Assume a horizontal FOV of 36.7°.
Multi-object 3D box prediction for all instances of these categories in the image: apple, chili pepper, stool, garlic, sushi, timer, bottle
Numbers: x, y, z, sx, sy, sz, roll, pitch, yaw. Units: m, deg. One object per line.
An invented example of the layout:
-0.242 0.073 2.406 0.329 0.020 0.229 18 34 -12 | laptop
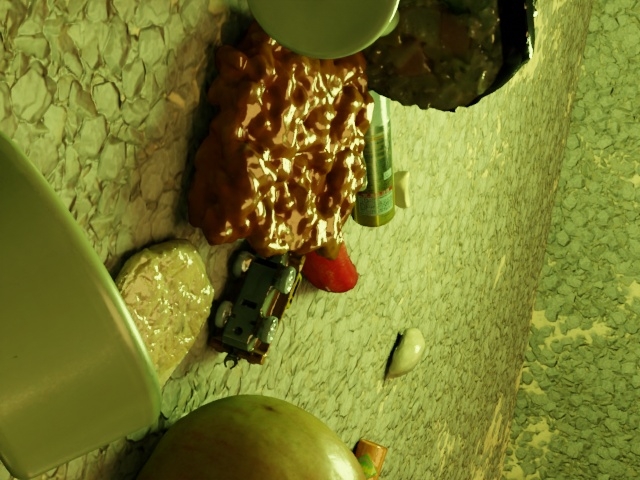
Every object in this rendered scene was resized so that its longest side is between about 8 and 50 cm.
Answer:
-0.108 0.376 1.301 0.338 0.305 0.338 -44 151 -31 | apple
0.001 0.008 1.589 0.368 0.092 0.137 72 11 -56 | chili pepper
0.024 -0.345 1.211 0.199 0.195 0.195 -56 165 -60 | stool
0.151 -0.100 1.863 0.041 0.053 0.083 -48 139 -42 | garlic
0.192 -0.391 1.458 0.285 0.328 0.328 -46 132 -44 | sushi
-0.328 0.103 0.755 0.315 0.291 0.291 -34 139 -23 | timer
0.197 0.257 2.156 0.084 0.066 0.152 81 31 -46 | garlic
0.087 0.526 2.077 0.069 0.069 0.187 33 73 -65 | bottle
0.083 -0.156 1.648 0.082 0.082 0.286 -52 148 -41 | bottle

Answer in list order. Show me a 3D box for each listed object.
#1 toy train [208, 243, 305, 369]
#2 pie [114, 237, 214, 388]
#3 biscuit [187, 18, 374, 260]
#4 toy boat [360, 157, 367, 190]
-0.088 0.092 1.422 0.127 0.089 0.219 65 44 -70 | toy train
-0.207 0.092 1.203 0.218 0.052 0.185 -59 153 -28 | pie
-0.041 -0.135 1.323 0.312 0.110 0.318 3 98 -56 | biscuit
0.031 -0.137 1.521 0.089 0.185 0.071 5 142 -28 | toy boat
